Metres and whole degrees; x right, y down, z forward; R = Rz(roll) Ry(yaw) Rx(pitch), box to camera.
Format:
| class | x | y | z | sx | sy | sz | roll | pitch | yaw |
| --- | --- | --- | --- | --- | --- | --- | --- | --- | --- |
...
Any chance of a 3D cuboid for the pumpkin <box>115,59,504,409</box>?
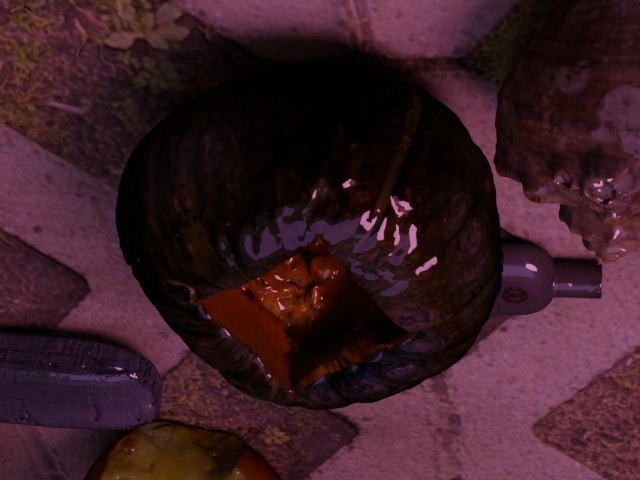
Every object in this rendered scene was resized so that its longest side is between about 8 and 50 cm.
| class | x | y | z | sx | sy | sz | roll | pitch | yaw |
| --- | --- | --- | --- | --- | --- | --- | --- | --- | --- |
| pumpkin | 0.000 | 0.000 | 1.352 | 0.320 | 0.192 | 0.320 | 4 | 134 | 4 |

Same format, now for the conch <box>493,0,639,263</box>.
| class | x | y | z | sx | sy | sz | roll | pitch | yaw |
| --- | --- | --- | --- | --- | --- | --- | --- | --- | --- |
| conch | 0.291 | -0.109 | 1.198 | 0.297 | 0.210 | 0.352 | 2 | 142 | -16 |

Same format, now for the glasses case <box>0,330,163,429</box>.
| class | x | y | z | sx | sy | sz | roll | pitch | yaw |
| --- | --- | --- | --- | --- | --- | --- | --- | --- | --- |
| glasses case | -0.295 | 0.137 | 1.651 | 0.282 | 0.067 | 0.109 | 6 | 142 | 8 |

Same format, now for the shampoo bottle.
| class | x | y | z | sx | sy | sz | roll | pitch | yaw |
| --- | --- | --- | --- | --- | --- | --- | --- | --- | --- |
| shampoo bottle | 0.168 | 0.035 | 1.487 | 0.165 | 0.040 | 0.080 | 2 | 133 | 8 |

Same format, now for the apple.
| class | x | y | z | sx | sy | sz | roll | pitch | yaw |
| --- | --- | --- | --- | --- | --- | --- | --- | --- | --- |
| apple | -0.143 | 0.323 | 1.718 | 0.246 | 0.226 | 0.246 | 2 | 139 | 2 |
